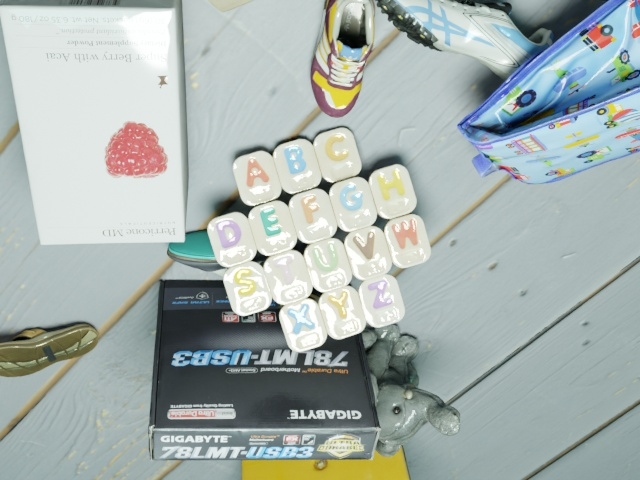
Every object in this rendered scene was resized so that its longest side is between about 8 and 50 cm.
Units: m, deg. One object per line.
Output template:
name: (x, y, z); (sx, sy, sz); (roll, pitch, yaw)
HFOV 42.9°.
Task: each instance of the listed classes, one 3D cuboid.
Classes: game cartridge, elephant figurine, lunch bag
game cartridge: (0.012, 0.436, 1.324); (0.285, 0.324, 0.053); (-14, 124, 4)
elephant figurine: (0.094, 0.252, 1.252); (0.169, 0.239, 0.186); (4, 125, -10)
lunch bag: (0.325, -0.156, 1.020); (0.293, 0.138, 0.221); (-31, 156, 24)

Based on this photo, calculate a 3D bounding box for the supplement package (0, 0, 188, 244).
supplement package: (-0.247, -0.161, 0.952); (0.177, 0.175, 0.293); (-2, 126, -7)

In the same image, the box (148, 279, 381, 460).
box: (-0.084, 0.172, 1.139); (0.295, 0.293, 0.073); (2, 125, -8)

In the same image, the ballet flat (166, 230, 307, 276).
ballet flat: (-0.114, 0.018, 1.166); (0.203, 0.074, 0.074); (-11, 126, -2)

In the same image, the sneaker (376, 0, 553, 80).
sneaker: (0.177, -0.265, 0.997); (0.237, 0.085, 0.086); (19, 99, -19)

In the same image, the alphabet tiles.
alphabet tiles: (0.000, 0.000, 1.099); (0.284, 0.021, 0.278); (-16, 94, -3)

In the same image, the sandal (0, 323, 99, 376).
sandal: (-0.431, 0.159, 1.243); (0.180, 0.049, 0.072); (-16, 133, -14)

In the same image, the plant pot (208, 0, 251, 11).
plant pot: (-0.100, -0.321, 0.904); (0.096, 0.109, 0.109); (-34, 124, 31)

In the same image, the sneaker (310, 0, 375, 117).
sneaker: (0.027, -0.225, 0.996); (0.069, 0.084, 0.185); (0, 125, -7)
